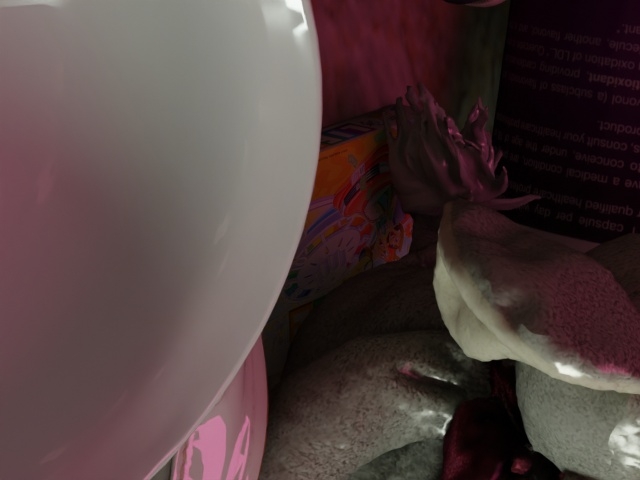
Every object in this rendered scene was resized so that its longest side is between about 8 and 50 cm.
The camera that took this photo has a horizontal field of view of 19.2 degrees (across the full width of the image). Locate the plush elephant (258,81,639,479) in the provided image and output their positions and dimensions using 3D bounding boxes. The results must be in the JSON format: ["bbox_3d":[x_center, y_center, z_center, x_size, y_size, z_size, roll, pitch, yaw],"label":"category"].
[{"bbox_3d":[0.106,0.093,0.827,0.271,0.255,0.330,4,90,-30],"label":"plush elephant"}]

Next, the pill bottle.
[{"bbox_3d":[0.185,-0.080,1.009,0.181,0.181,0.323,-5,106,-51],"label":"pill bottle"}]

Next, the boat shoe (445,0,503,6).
[{"bbox_3d":[0.051,-0.230,0.862,0.079,0.095,0.255,-21,116,-48],"label":"boat shoe"}]

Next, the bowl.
[{"bbox_3d":[-0.155,-0.030,0.615,0.298,0.134,0.298,-22,127,-32],"label":"bowl"}]

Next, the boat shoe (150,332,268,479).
[{"bbox_3d":[-0.080,0.025,0.789,0.096,0.098,0.277,11,84,-52],"label":"boat shoe"}]

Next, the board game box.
[{"bbox_3d":[0.000,0.000,0.930,0.154,0.026,0.103,-23,119,-46],"label":"board game box"}]
